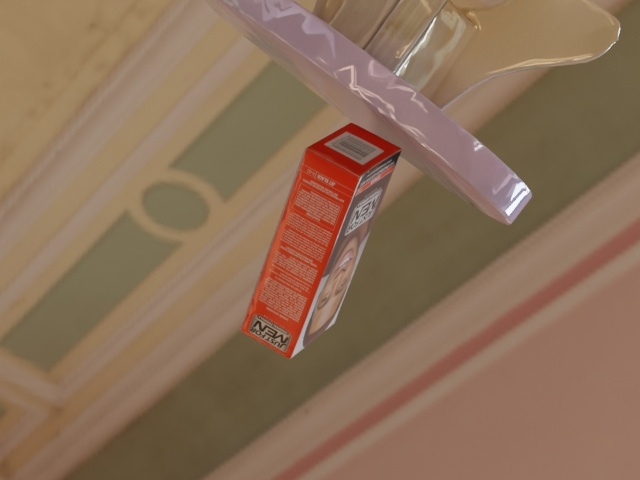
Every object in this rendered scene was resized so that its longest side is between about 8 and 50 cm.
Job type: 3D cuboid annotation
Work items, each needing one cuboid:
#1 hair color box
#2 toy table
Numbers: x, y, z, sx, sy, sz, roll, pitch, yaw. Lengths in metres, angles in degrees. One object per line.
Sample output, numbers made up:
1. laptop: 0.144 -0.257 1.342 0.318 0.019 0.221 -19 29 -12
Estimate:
1. hair color box: 0.000 0.000 1.017 0.043 0.072 0.141 29 -61 15
2. toy table: 0.067 -0.156 1.093 0.274 0.252 0.161 36 -91 -14
